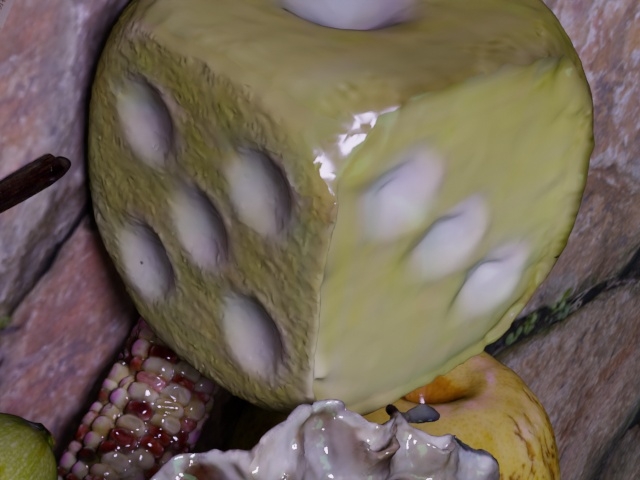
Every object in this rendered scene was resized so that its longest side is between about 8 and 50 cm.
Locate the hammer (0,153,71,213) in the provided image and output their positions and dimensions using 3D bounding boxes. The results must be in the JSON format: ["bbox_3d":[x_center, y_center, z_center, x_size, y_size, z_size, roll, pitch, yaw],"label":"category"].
[{"bbox_3d":[-0.215,-0.012,0.872,0.178,0.021,0.065,-32,137,-32],"label":"hammer"}]

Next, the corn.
[{"bbox_3d":[-0.130,0.155,1.008,0.280,0.092,0.092,-64,147,-16],"label":"corn"}]

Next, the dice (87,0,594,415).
[{"bbox_3d":[0.009,-0.049,0.933,0.238,0.227,0.233,-24,133,-37],"label":"dice"}]

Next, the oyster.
[{"bbox_3d":[-0.006,0.201,0.918,0.238,0.114,0.351,-32,136,25],"label":"oyster"}]

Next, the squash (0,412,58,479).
[{"bbox_3d":[-0.232,0.187,0.923,0.186,0.123,0.123,-49,144,-10],"label":"squash"}]

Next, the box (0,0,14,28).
[{"bbox_3d":[-0.194,-0.148,0.789,0.083,0.024,0.053,11,108,-55],"label":"box"}]

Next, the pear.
[{"bbox_3d":[0.053,0.198,1.156,0.271,0.271,0.271,-30,137,-33],"label":"pear"}]
